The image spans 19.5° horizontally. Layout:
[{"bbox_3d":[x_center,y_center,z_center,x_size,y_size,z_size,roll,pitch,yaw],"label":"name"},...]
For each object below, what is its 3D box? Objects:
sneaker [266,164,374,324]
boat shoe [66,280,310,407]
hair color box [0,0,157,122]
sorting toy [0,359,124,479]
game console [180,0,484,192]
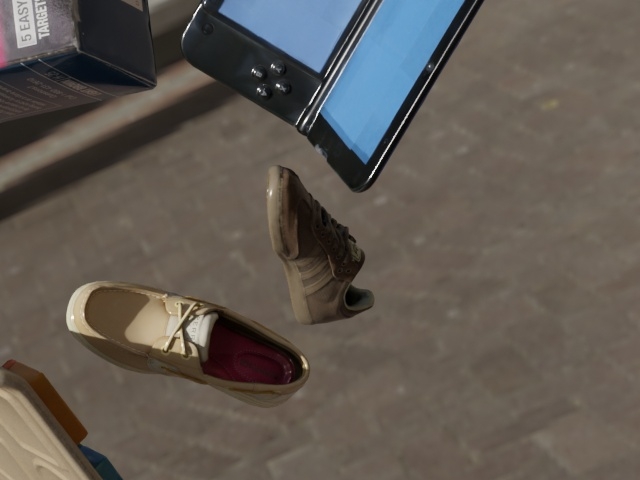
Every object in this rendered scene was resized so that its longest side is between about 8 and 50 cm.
[{"bbox_3d":[0.000,0.000,1.583,0.071,0.188,0.066,-7,52,7],"label":"sneaker"},{"bbox_3d":[-0.083,0.064,1.240,0.059,0.170,0.063,-28,47,62],"label":"boat shoe"},{"bbox_3d":[-0.280,-0.147,1.099,0.347,0.174,0.105,-11,-11,19],"label":"hair color box"},{"bbox_3d":[-0.190,0.118,1.174,0.193,0.208,0.038,17,61,48],"label":"sorting toy"},{"bbox_3d":[0.016,-0.239,1.841,0.293,0.250,0.173,-59,0,13],"label":"game console"}]
